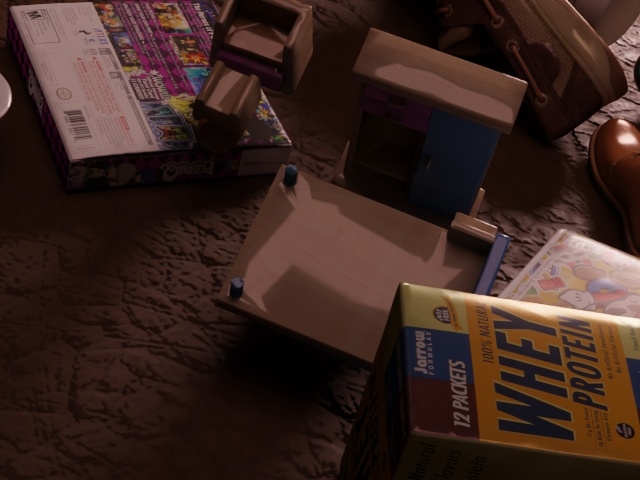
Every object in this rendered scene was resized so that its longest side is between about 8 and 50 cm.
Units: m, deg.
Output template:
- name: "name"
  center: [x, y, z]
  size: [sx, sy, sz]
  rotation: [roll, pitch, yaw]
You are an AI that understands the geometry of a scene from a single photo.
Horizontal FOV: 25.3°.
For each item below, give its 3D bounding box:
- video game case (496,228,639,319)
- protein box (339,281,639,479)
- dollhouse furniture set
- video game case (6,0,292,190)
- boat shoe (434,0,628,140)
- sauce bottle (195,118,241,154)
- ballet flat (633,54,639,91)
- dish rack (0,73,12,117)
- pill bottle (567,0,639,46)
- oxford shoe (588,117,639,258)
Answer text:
- name: "video game case"
  center: [0.246, 0.084, 1.198]
  size: [0.206, 0.026, 0.227]
  rotation: [23, 39, 24]
- name: "protein box"
  center: [0.130, 0.156, 0.970]
  size: [0.201, 0.200, 0.136]
  rotation: [9, 40, -8]
- name: "dollhouse furniture set"
  center: [0.000, 0.000, 1.177]
  size: [0.286, 0.198, 0.303]
  rotation: [20, 63, 5]
- name: "video game case"
  center: [-0.164, -0.142, 1.332]
  size: [0.210, 0.042, 0.232]
  rotation: [-7, 46, -25]
- name: "boat shoe"
  center: [0.168, -0.244, 1.490]
  size: [0.123, 0.123, 0.342]
  rotation: [-40, 72, 4]
- name: "sauce bottle"
  center: [-0.081, -0.128, 1.282]
  size: [0.042, 0.042, 0.128]
  rotation: [14, 40, -3]
- name: "ballet flat"
  center: [0.441, -0.138, 1.521]
  size: [0.232, 0.080, 0.073]
  rotation: [28, 14, 10]
- name: "dish rack"
  center: [-0.459, -0.129, 1.198]
  size: [0.332, 0.072, 0.285]
  rotation: [-19, 51, -34]
- name: "pill bottle"
  center: [0.251, -0.318, 1.600]
  size: [0.229, 0.131, 0.131]
  rotation: [40, 46, 25]
- name: "oxford shoe"
  center: [0.315, -0.059, 1.373]
  size: [0.076, 0.076, 0.212]
  rotation: [3, 40, -13]
